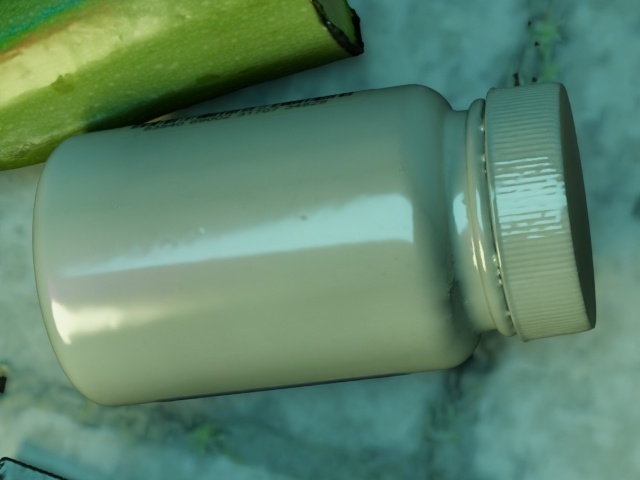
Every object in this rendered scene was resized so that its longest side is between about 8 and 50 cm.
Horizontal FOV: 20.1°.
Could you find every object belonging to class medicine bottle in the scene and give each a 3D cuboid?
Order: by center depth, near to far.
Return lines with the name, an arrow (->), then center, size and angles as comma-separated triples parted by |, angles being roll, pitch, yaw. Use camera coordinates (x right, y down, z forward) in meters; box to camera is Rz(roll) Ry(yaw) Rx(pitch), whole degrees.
medicine bottle -> 0.000, 0.000, 0.647 | 0.187, 0.103, 0.102 | -8, 81, 12

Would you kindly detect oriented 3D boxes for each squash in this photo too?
squash -> -0.088, -0.081, 0.683 | 0.188, 0.095, 0.095 | -20, 78, 12

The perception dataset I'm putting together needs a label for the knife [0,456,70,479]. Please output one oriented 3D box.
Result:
knife -> -0.114, 0.125, 0.703 | 0.245, 0.019, 0.072 | 20, 85, 12
